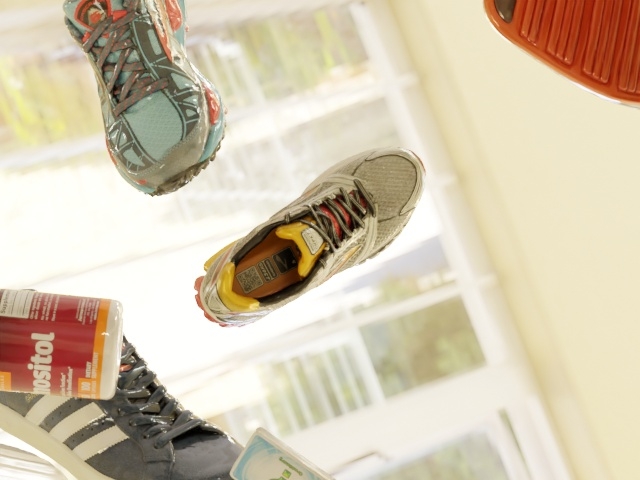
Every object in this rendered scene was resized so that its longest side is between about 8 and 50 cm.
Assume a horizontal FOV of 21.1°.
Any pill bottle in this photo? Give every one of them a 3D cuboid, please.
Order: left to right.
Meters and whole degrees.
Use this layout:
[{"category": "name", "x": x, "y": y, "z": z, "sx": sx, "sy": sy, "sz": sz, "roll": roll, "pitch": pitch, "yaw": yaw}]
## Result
[{"category": "pill bottle", "x": -0.243, "y": 0.085, "z": 1.429, "sx": 0.152, "sy": 0.086, "sz": 0.086, "roll": 5, "pitch": 170, "yaw": -3}]

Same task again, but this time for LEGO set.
[{"category": "LEGO set", "x": 0.003, "y": 0.285, "z": 1.320, "sx": 0.182, "sy": 0.244, "sz": 0.060, "roll": -58, "pitch": 173, "yaw": 27}]

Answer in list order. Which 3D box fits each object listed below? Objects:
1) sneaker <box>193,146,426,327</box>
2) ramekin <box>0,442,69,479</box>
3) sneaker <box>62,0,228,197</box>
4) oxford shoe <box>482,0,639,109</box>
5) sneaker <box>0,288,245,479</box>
[{"category": "sneaker", "x": 0.000, "y": 0.000, "z": 1.443, "sx": 0.225, "sy": 0.088, "sz": 0.093, "roll": -38, "pitch": -176, "yaw": -12}, {"category": "ramekin", "x": -0.243, "y": 0.249, "z": 1.106, "sx": 0.127, "sy": 0.273, "sz": 0.273, "roll": 10, "pitch": 154, "yaw": -40}, {"category": "sneaker", "x": -0.161, "y": -0.149, "z": 1.359, "sx": 0.104, "sy": 0.262, "sz": 0.125, "roll": -31, "pitch": 143, "yaw": 14}, {"category": "oxford shoe", "x": 0.227, "y": -0.132, "z": 1.239, "sx": 0.271, "sy": 0.097, "sz": 0.098, "roll": 19, "pitch": 171, "yaw": -18}, {"category": "sneaker", "x": -0.202, "y": 0.144, "z": 1.653, "sx": 0.350, "sy": 0.148, "sz": 0.131, "roll": 19, "pitch": -156, "yaw": 32}]
